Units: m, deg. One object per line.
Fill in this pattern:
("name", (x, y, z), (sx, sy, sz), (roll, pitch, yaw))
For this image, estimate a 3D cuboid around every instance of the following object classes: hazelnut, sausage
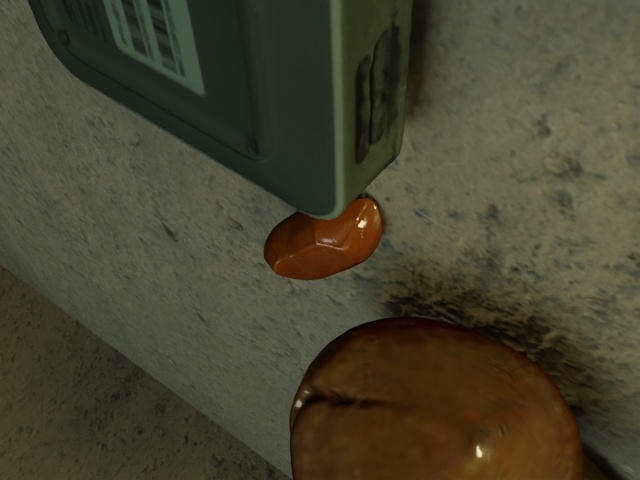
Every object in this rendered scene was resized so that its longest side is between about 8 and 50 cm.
("hazelnut", (0.125, 0.260, 0.816), (0.315, 0.372, 0.372), (-5, 144, 3))
("sausage", (0.000, 0.000, 0.830), (0.089, 0.089, 0.179), (48, 144, -17))

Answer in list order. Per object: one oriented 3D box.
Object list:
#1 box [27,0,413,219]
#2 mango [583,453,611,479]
("box", (-0.116, -0.236, 0.533), (0.396, 0.111, 0.396), (30, 148, 25))
("mango", (0.327, 0.312, 0.909), (0.190, 0.075, 0.098), (32, 163, 1))
